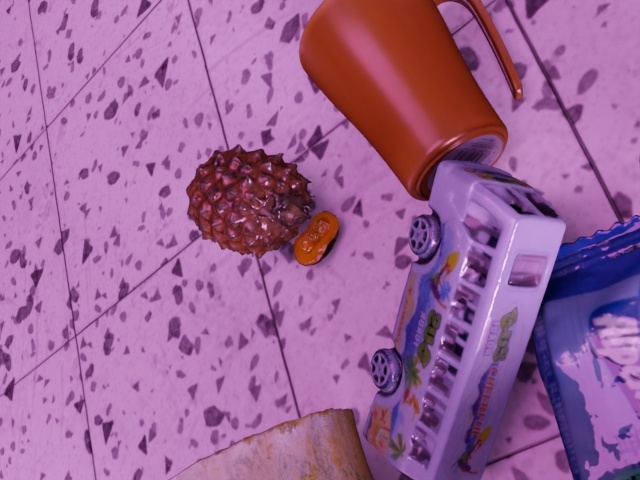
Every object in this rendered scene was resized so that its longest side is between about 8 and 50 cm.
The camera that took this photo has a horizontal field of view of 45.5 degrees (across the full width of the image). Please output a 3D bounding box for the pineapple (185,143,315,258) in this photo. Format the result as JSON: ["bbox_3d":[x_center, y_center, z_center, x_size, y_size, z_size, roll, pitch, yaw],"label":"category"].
[{"bbox_3d":[-0.086,-0.052,1.057,0.193,0.166,0.166,19,94,42],"label":"pineapple"}]

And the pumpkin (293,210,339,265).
[{"bbox_3d":[0.000,0.000,1.053,0.050,0.028,0.083,43,102,31],"label":"pumpkin"}]

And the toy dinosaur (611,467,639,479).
[{"bbox_3d":[0.338,0.241,0.596,0.259,0.153,0.094,-23,26,21],"label":"toy dinosaur"}]

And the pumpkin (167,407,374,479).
[{"bbox_3d":[-0.064,0.346,0.858,0.332,0.332,0.199,-42,69,28],"label":"pumpkin"}]

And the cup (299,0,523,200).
[{"bbox_3d":[0.120,-0.195,0.914,0.226,0.182,0.264,-29,65,-1],"label":"cup"}]

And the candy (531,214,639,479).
[{"bbox_3d":[0.286,0.149,0.730,0.187,0.077,0.331,-23,68,30],"label":"candy"}]

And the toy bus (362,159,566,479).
[{"bbox_3d":[0.146,0.089,0.802,0.136,0.108,0.330,37,118,56],"label":"toy bus"}]
